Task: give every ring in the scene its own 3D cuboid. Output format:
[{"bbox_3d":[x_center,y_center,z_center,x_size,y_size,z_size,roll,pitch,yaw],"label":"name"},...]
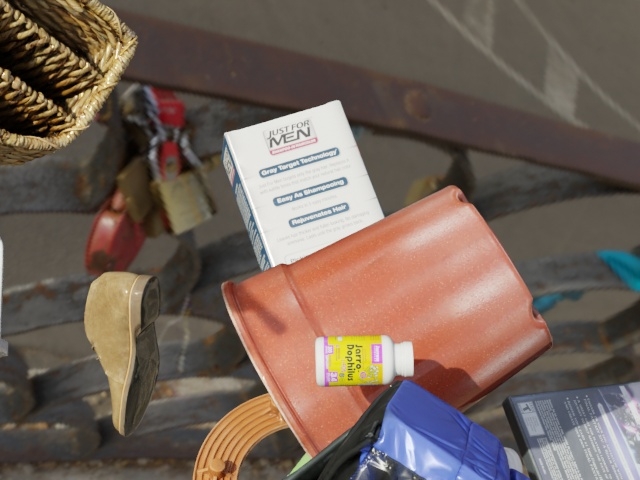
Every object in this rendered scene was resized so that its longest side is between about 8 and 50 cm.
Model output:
[{"bbox_3d":[0.000,0.328,1.495,0.337,0.032,0.336,7,45,-7],"label":"ring"}]

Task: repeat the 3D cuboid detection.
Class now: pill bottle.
[{"bbox_3d":[0.038,0.103,0.973,0.083,0.043,0.043,-2,63,0],"label":"pill bottle"}]

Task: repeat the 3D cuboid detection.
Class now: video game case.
[{"bbox_3d":[0.382,0.277,1.445,0.274,0.026,0.196,-2,57,-26],"label":"video game case"}]

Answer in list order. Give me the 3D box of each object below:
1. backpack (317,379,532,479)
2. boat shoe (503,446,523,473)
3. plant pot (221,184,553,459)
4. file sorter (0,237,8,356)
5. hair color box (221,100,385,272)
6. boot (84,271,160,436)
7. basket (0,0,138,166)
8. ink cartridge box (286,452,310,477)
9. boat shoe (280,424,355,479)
[{"bbox_3d":[0.035,0.139,0.495,0.101,0.120,0.098,34,8,12],"label":"backpack"},{"bbox_3d":[0.179,0.396,1.739,0.096,0.277,0.098,37,26,-44],"label":"boat shoe"},{"bbox_3d":[0.080,0.093,1.184,0.272,0.265,0.272,59,2,-3],"label":"plant pot"},{"bbox_3d":[-0.494,0.035,1.307,0.193,0.277,0.173,-2,75,2],"label":"file sorter"},{"bbox_3d":[0.000,0.000,1.555,0.174,0.105,0.347,-17,78,-12],"label":"hair color box"},{"bbox_3d":[-0.357,0.199,2.017,0.112,0.115,0.305,-39,136,-69],"label":"boot"},{"bbox_3d":[-0.433,-0.247,1.534,0.299,0.223,0.213,40,46,-44],"label":"basket"},{"bbox_3d":[-0.041,0.463,1.898,0.209,0.109,0.062,-49,118,-17],"label":"ink cartridge box"},{"bbox_3d":[-0.058,0.251,0.910,0.340,0.127,0.113,-24,109,-22],"label":"boat shoe"}]
